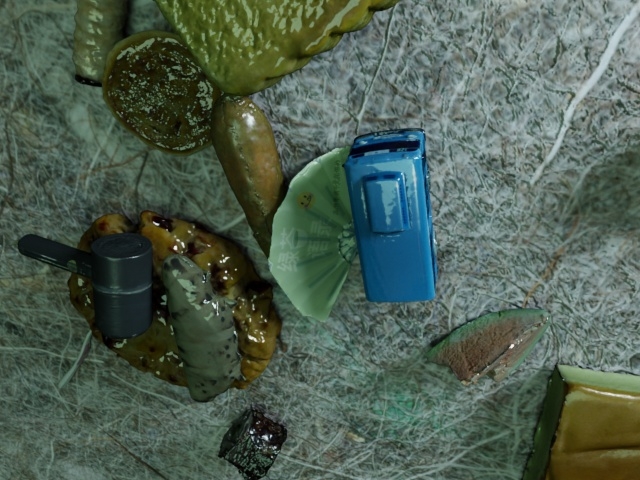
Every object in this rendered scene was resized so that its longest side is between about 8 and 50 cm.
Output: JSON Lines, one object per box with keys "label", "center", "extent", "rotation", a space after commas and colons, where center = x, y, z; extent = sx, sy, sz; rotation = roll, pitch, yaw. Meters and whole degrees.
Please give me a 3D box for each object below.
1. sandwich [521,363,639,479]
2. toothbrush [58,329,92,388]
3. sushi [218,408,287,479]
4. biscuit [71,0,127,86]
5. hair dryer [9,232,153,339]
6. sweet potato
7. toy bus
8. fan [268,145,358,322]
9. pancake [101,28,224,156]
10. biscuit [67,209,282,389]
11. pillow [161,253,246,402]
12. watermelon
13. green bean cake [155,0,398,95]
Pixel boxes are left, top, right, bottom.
{"label": "sandwich", "center": [0.407, 0.292, 0.643], "extent": [0.212, 0.063, 0.245], "rotation": [5, 117, 10]}
{"label": "toothbrush", "center": [-0.418, 0.199, 0.830], "extent": [0.022, 0.017, 0.204], "rotation": [47, 117, 11]}
{"label": "sushi", "center": [-0.111, 0.331, 0.783], "extent": [0.084, 0.098, 0.094], "rotation": [37, 99, -9]}
{"label": "biscuit", "center": [-0.244, -0.279, 0.536], "extent": [0.055, 0.061, 0.219], "rotation": [-2, 127, -35]}
{"label": "hair dryer", "center": [-0.317, 0.038, 0.619], "extent": [0.219, 0.071, 0.124], "rotation": [17, 115, 13]}
{"label": "sweet potato", "center": [-0.070, -0.052, 0.595], "extent": [0.075, 0.075, 0.273], "rotation": [-9, 116, 18]}
{"label": "toy bus", "center": [0.085, -0.027, 0.548], "extent": [0.090, 0.106, 0.184], "rotation": [-4, 114, 18]}
{"label": "fan", "center": [0.000, 0.000, 0.599], "extent": [0.131, 0.009, 0.240], "rotation": [0, 110, -20]}
{"label": "pancake", "center": [-0.183, -0.173, 0.576], "extent": [0.158, 0.028, 0.158], "rotation": [-1, 122, -2]}
{"label": "biscuit", "center": [-0.222, 0.103, 0.702], "extent": [0.334, 0.081, 0.289], "rotation": [32, 119, -4]}
{"label": "pillow", "center": [-0.146, 0.126, 0.627], "extent": [0.093, 0.051, 0.241], "rotation": [4, 117, 13]}
{"label": "watermelon", "center": [0.233, 0.143, 0.617], "extent": [0.101, 0.080, 0.155], "rotation": [37, 102, -15]}
{"label": "green bean cake", "center": [-0.050, -0.288, 0.448], "extent": [0.233, 0.124, 0.236], "rotation": [-27, 105, 25]}
